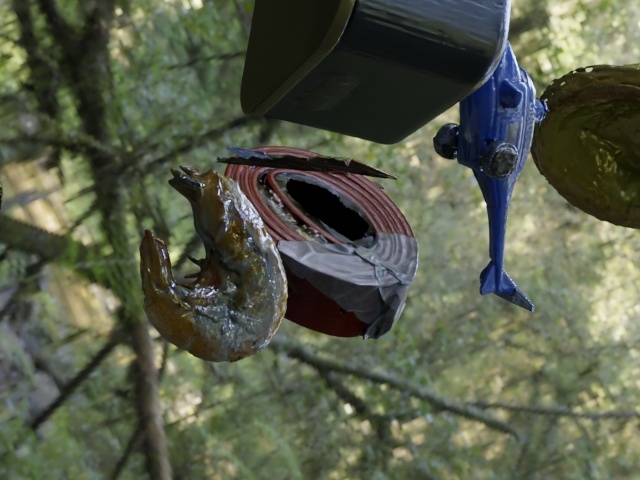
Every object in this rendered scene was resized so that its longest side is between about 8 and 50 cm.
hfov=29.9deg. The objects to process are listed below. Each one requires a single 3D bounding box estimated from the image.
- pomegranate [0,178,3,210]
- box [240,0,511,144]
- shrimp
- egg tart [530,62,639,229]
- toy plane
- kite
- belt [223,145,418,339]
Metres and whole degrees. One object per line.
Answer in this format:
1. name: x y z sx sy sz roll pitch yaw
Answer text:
1. pomegranate: -0.251 -0.032 0.714 0.138 0.163 0.125 -7 69 -45
2. box: 0.034 -0.157 0.601 0.144 0.090 0.201 147 -46 -64
3. shrimp: -0.094 0.021 1.027 0.051 0.132 0.187 0 -61 52
4. egg tart: 0.440 -0.145 1.642 0.120 0.315 0.315 -64 145 -34
5. toy plane: 0.105 -0.037 0.692 0.054 0.062 0.167 29 -52 53
6. kite: 0.002 -0.084 1.390 0.321 0.234 0.016 9 -90 60
7. belt: 0.000 0.000 1.647 0.324 0.227 0.115 38 -44 23
